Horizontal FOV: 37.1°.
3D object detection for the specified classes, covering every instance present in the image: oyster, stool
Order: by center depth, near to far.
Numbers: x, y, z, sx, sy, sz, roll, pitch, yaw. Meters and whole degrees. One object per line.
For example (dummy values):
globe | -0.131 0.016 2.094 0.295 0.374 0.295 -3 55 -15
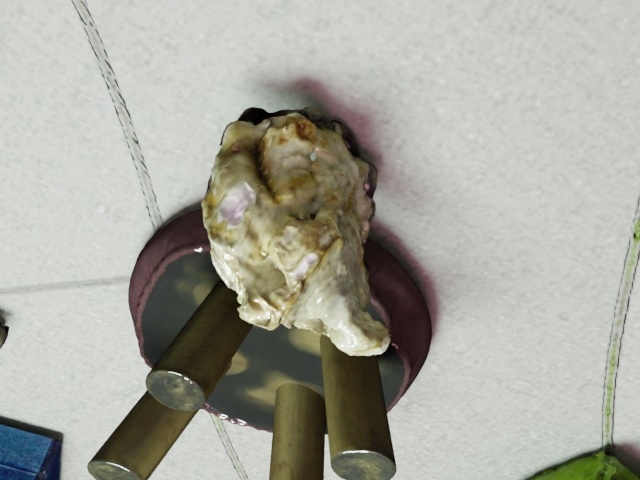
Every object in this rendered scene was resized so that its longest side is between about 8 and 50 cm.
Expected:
oyster | 0.000 0.000 0.668 0.191 0.163 0.081 49 154 -25
stool | -0.050 0.119 0.793 0.272 0.178 0.272 7 136 7

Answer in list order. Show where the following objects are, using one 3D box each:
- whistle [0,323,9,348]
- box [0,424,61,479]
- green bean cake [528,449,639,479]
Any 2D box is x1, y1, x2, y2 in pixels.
whistle | -0.440 0.020 0.878 0.326 0.057 0.068 36 132 -21
box | -0.454 0.312 1.135 0.261 0.116 0.279 17 137 -1
green bean cake | 0.231 0.325 0.910 0.113 0.214 0.200 38 132 -15
